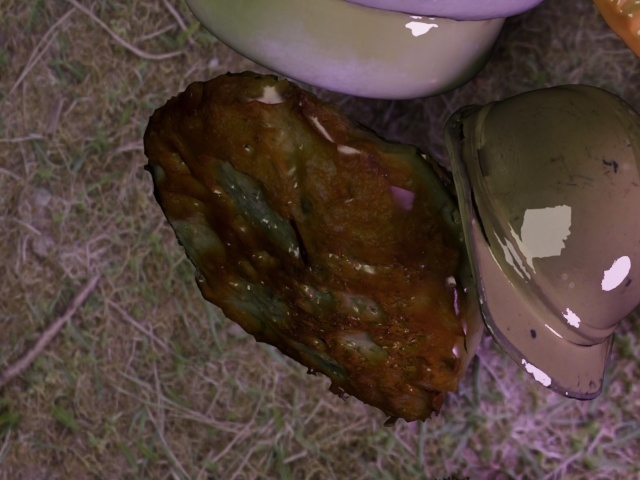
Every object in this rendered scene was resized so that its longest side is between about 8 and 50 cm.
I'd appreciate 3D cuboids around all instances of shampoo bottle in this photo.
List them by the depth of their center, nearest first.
[{"bbox_3d":[0.044,-0.290,1.022,0.322,0.322,0.317,28,123,20],"label":"shampoo bottle"}]

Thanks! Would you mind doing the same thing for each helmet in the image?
[{"bbox_3d":[0.204,-0.024,1.021,0.137,0.204,0.258,-32,49,31],"label":"helmet"}]

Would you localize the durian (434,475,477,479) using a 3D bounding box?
[{"bbox_3d":[0.114,0.314,1.138,0.193,0.138,0.237,38,104,14],"label":"durian"}]

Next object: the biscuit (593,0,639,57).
[{"bbox_3d":[0.280,-0.200,0.919,0.309,0.040,0.205,39,82,-9],"label":"biscuit"}]

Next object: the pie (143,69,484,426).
[{"bbox_3d":[0.000,0.000,1.118,0.288,0.103,0.355,12,138,36],"label":"pie"}]
